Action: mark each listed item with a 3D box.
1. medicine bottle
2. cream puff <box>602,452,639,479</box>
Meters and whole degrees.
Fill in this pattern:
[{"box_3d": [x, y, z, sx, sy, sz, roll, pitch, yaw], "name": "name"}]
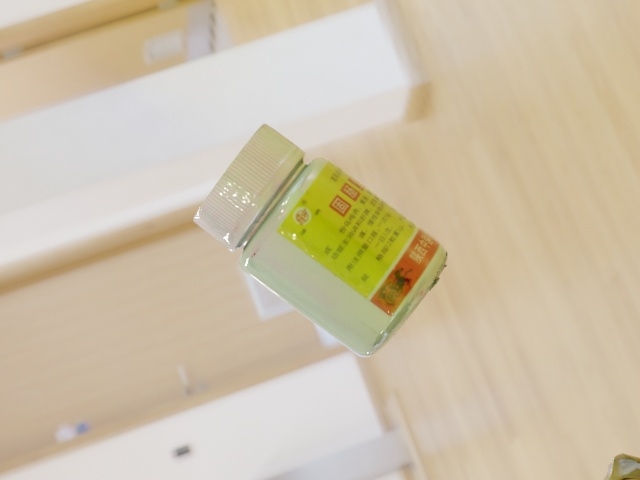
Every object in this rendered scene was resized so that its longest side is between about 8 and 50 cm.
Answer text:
[{"box_3d": [0.000, 0.000, 1.581, 0.225, 0.139, 0.139, 36, 169, -1], "name": "medicine bottle"}, {"box_3d": [0.241, 0.320, 1.360, 0.378, 0.378, 0.276, -137, 40, -70], "name": "cream puff"}]
